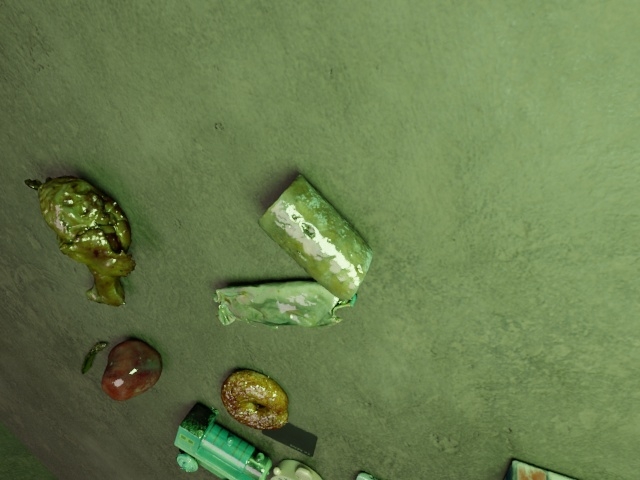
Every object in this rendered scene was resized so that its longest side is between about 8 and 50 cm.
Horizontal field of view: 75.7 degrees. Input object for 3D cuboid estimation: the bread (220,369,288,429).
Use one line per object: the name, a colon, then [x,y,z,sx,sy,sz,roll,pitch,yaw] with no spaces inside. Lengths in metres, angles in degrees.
bread: [-0.163,0.398,1.016,0.193,0.064,0.194,10,123,16]

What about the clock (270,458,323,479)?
clock: [-0.065,0.684,1.155,0.155,0.063,0.230,26,125,11]

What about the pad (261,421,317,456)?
pad: [-0.085,0.516,1.091,0.157,0.003,0.112,19,127,13]

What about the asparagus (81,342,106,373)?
asparagus: [-0.703,0.358,1.267,0.034,0.027,0.236,40,128,-9]

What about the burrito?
burrito: [-0.077,0.122,0.796,0.308,0.066,0.096,-6,115,25]

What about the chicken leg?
chicken leg: [-0.464,0.024,0.880,0.211,0.140,0.361,30,142,32]

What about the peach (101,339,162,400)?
peach: [-0.500,0.334,1.091,0.151,0.152,0.152,12,125,18]

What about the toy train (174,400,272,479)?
toy train: [-0.277,0.604,1.170,0.298,0.120,0.194,28,123,7]

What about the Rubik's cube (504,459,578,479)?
Rubik's cube: [0.448,0.614,0.741,0.253,0.259,0.257,12,125,20]

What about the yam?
yam: [0.000,0.000,0.657,0.194,0.107,0.107,45,128,-8]

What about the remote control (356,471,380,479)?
remote control: [0.120,0.716,1.094,0.103,0.051,0.294,19,123,13]
